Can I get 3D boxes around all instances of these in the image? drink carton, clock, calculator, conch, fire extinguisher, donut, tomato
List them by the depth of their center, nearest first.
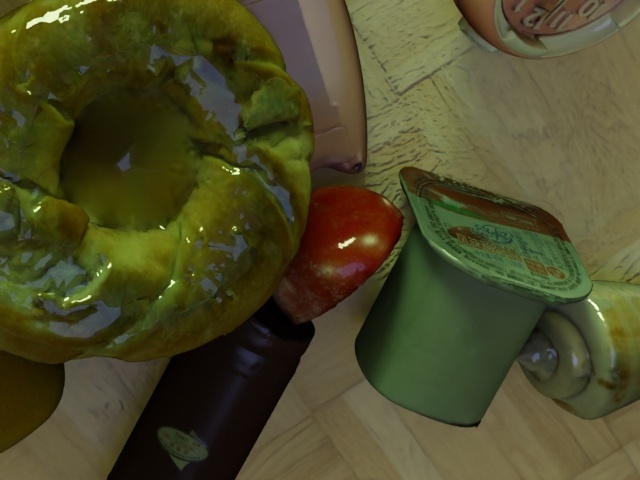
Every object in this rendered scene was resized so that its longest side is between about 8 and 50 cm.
[{"bbox_3d":[-0.179,-0.056,1.640,0.360,0.170,0.360,-2,96,-21],"label":"donut"},{"bbox_3d":[0.211,-0.275,1.717,0.227,0.142,0.241,16,122,-48],"label":"clock"},{"bbox_3d":[-0.077,-0.176,1.750,0.220,0.048,0.330,-20,116,-2],"label":"calculator"},{"bbox_3d":[0.000,0.000,1.796,0.091,0.159,0.139,45,58,-16],"label":"tomato"},{"bbox_3d":[0.130,0.064,1.844,0.185,0.191,0.189,20,115,-23],"label":"drink carton"},{"bbox_3d":[-0.125,0.206,1.872,0.114,0.135,0.337,14,113,-39],"label":"fire extinguisher"},{"bbox_3d":[0.312,0.112,1.933,0.255,0.127,0.158,-6,114,-14],"label":"conch"}]

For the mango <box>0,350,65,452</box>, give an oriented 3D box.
[{"bbox_3d":[-0.372,0.099,1.745,0.317,0.173,0.211,37,91,-38],"label":"mango"}]
